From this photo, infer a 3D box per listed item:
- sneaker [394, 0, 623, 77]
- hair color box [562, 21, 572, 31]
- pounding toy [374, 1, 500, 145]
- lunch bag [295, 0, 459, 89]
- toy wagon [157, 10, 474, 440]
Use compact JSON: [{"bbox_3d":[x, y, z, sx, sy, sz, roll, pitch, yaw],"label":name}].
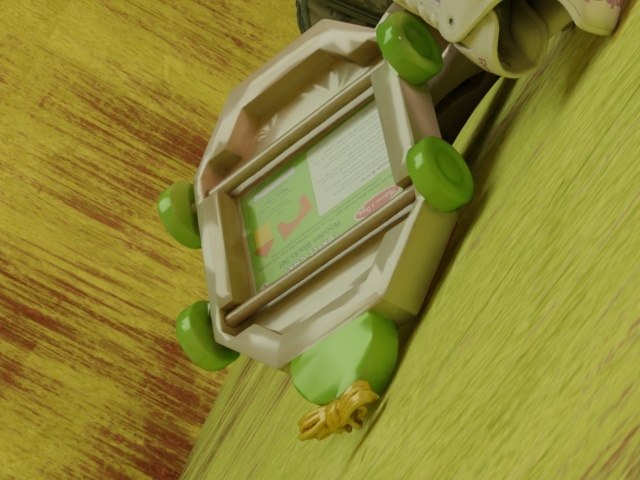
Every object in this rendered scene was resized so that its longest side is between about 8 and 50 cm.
[{"bbox_3d":[0.080,-0.181,1.250,0.305,0.114,0.152,0,84,49],"label":"sneaker"},{"bbox_3d":[0.198,-0.319,1.469,0.185,0.113,0.374,-60,5,26],"label":"hair color box"},{"bbox_3d":[0.078,-0.060,1.564,0.269,0.155,0.154,-53,-25,1],"label":"pounding toy"},{"bbox_3d":[0.105,-0.274,1.826,0.256,0.212,0.305,96,-163,-52],"label":"lunch bag"},{"bbox_3d":[0.000,0.000,1.409,0.267,0.068,0.344,-35,49,31],"label":"toy wagon"}]
